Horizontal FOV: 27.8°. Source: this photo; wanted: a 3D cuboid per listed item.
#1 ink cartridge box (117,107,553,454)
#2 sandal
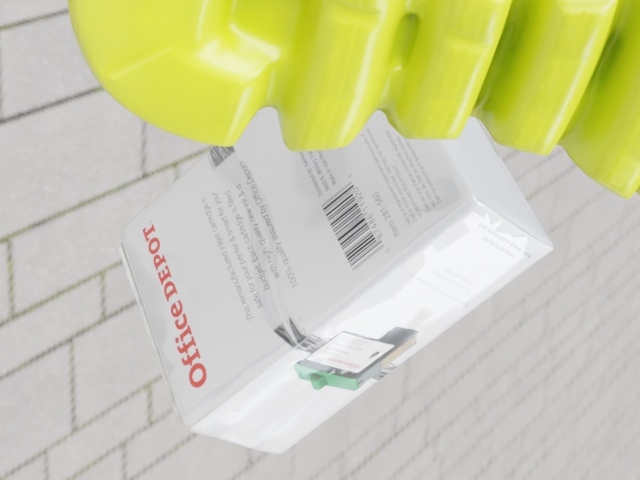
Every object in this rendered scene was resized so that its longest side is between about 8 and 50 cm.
[{"bbox_3d":[0.000,0.000,0.767,0.219,0.160,0.092,-39,142,20],"label":"ink cartridge box"},{"bbox_3d":[0.089,-0.087,0.414,0.126,0.317,0.138,114,-12,-46],"label":"sandal"}]
